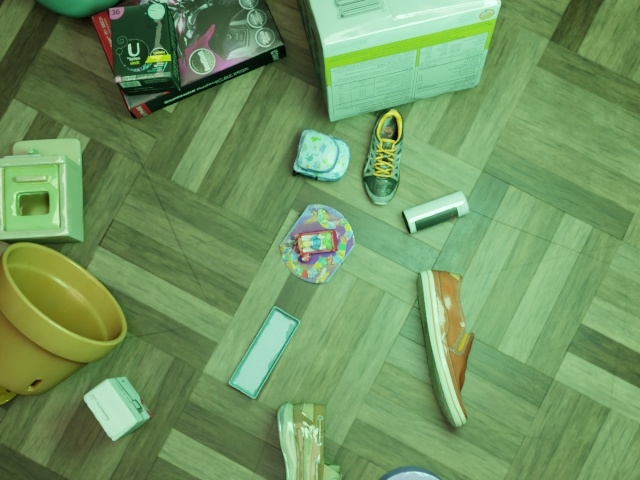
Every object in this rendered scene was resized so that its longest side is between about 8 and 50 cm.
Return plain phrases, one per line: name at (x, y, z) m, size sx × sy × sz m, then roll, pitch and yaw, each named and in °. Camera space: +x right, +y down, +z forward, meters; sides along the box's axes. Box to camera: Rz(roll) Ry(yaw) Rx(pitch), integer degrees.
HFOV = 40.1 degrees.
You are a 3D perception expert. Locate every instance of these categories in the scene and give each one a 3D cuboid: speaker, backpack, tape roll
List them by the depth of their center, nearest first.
tape roll at (0.187, 0.562, 1.794) m, size 0.189 × 0.080 × 0.188 m, roll 0°, pitch 84°, yaw 2°
speaker at (0.247, -0.061, 1.881) m, size 0.136 × 0.055 × 0.055 m, roll -19°, pitch 83°, yaw -2°
backpack at (0.006, -0.179, 1.886) m, size 0.114 × 0.084 × 0.105 m, roll 15°, pitch 86°, yaw 0°

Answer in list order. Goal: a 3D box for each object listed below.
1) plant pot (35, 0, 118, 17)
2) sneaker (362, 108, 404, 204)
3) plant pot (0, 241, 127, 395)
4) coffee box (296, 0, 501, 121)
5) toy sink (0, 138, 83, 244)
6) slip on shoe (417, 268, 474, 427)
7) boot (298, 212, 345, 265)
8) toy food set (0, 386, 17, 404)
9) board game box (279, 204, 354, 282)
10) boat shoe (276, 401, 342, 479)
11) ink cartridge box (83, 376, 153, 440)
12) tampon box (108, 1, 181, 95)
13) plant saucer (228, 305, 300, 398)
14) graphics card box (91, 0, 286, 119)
plant pot at (-0.532, -0.615, 1.853) m, size 0.293 × 0.235 × 0.293 m, roll -4°, pitch 62°, yaw 8°
sneaker at (0.137, -0.184, 1.885) m, size 0.084 × 0.083 × 0.214 m, roll 6°, pitch 85°, yaw 0°
plant pot at (-0.569, 0.175, 1.775) m, size 0.291 × 0.291 × 0.203 m, roll 43°, pitch 103°, yaw 6°
coffee box at (0.132, -0.489, 1.776) m, size 0.338 × 0.334 × 0.337 m, roll -14°, pitch 73°, yaw -1°
toy sink at (-0.598, -0.114, 1.868) m, size 0.153 × 0.131 × 0.234 m, roll -2°, pitch 82°, yaw 0°
slip on shoe at (0.272, 0.219, 1.819) m, size 0.101 × 0.123 × 0.331 m, roll -6°, pitch 78°, yaw -3°
boot at (0.000, 0.000, 1.891) m, size 0.107 × 0.037 × 0.114 m, roll 6°, pitch 88°, yaw 4°
toy food set at (-0.738, 0.288, 1.858) m, size 0.218 × 0.071 × 0.128 m, roll 23°, pitch 50°, yaw -3°
board game box at (-0.011, 0.010, 1.861) m, size 0.133 × 0.033 × 0.168 m, roll 39°, pitch 105°, yaw 11°
boat shoe at (-0.013, 0.488, 1.789) m, size 0.117 × 0.123 × 0.324 m, roll -8°, pitch 85°, yaw -2°
ink cartridge box at (-0.412, 0.341, 1.798) m, size 0.063 × 0.150 × 0.109 m, roll -37°, pitch 84°, yaw -3°
tampon box at (-0.363, -0.395, 1.819) m, size 0.121 × 0.101 × 0.161 m, roll -7°, pitch 83°, yaw 0°
plant saucer at (-0.118, 0.239, 1.872) m, size 0.067 × 0.018 × 0.192 m, roll 30°, pitch 84°, yaw 5°
graphics card box at (-0.286, -0.445, 1.921) m, size 0.371 × 0.094 × 0.232 m, roll -22°, pitch 83°, yaw -2°
